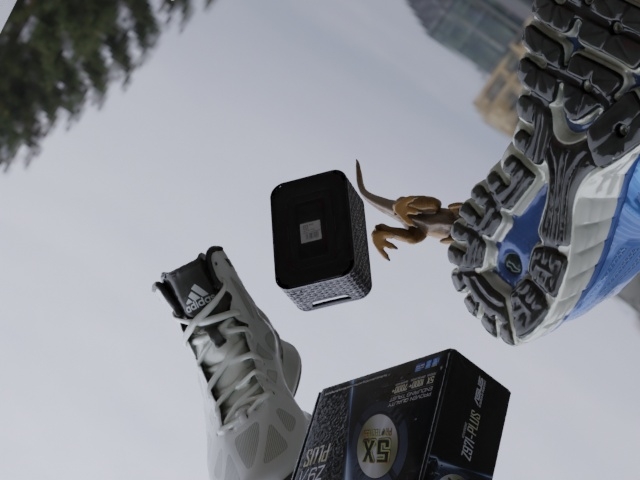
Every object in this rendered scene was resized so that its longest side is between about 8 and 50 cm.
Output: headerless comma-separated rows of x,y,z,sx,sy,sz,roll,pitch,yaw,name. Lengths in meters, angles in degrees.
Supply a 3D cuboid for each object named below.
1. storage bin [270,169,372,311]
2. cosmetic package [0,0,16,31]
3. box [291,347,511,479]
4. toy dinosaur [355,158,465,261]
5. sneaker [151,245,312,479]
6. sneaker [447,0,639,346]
0.000,0.000,1.988,0.084,0.122,0.180,53,-152,-55,storage bin
-0.400,-0.234,1.346,0.151,0.151,0.183,29,-172,-10,cosmetic package
0.062,0.191,1.173,0.077,0.180,0.147,37,-128,-26,box
0.086,-0.022,1.251,0.211,0.064,0.112,16,-164,32,toy dinosaur
-0.134,0.169,1.745,0.257,0.169,0.447,55,-174,-22,sneaker
0.201,-0.081,0.869,0.147,0.330,0.130,-12,-130,-39,sneaker
